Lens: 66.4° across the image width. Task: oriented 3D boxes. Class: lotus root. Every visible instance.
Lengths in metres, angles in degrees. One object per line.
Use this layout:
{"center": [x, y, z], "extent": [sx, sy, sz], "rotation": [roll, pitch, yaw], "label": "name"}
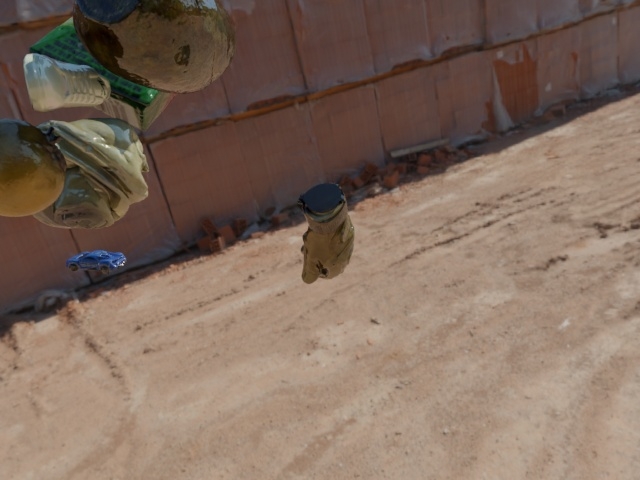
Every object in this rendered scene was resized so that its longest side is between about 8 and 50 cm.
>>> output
{"center": [-0.316, -0.413, 0.949], "extent": [0.250, 0.251, 0.346], "rotation": [-8, 6, 10], "label": "lotus root"}

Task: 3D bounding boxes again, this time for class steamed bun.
{"center": [-0.654, -0.147, 1.355], "extent": [0.394, 0.346, 0.238], "rotation": [-33, 47, 24], "label": "steamed bun"}

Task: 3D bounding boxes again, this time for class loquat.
{"center": [-0.538, -0.121, 0.835], "extent": [0.204, 0.172, 0.149], "rotation": [-26, -14, -25], "label": "loquat"}

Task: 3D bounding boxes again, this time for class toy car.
{"center": [-0.795, 0.069, 1.728], "extent": [0.216, 0.063, 0.103], "rotation": [4, 20, 9], "label": "toy car"}

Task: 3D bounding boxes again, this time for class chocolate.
{"center": [-0.574, -0.524, 1.444], "extent": [0.359, 0.161, 0.341], "rotation": [25, 57, 1], "label": "chocolate"}

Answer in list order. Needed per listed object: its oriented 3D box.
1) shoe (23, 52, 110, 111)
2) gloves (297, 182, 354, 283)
{"center": [-0.451, -0.285, 0.889], "extent": [0.110, 0.095, 0.265], "rotation": [-5, 18, -16], "label": "shoe"}
{"center": [0.016, -0.002, 1.230], "extent": [0.141, 0.331, 0.154], "rotation": [-4, 55, -3], "label": "gloves"}
